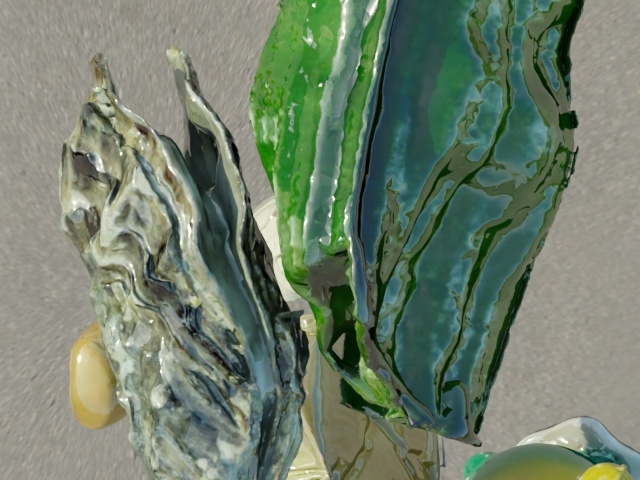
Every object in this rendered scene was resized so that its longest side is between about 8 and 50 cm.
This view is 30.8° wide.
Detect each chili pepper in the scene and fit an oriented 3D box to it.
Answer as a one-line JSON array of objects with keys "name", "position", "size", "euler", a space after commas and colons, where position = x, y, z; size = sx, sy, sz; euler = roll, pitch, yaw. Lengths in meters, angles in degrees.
[{"name": "chili pepper", "position": [0.047, -0.055, 0.715], "size": [0.213, 0.167, 0.385], "euler": [-3, 103, -38]}]

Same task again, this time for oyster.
[{"name": "oyster", "position": [-0.086, 0.044, 0.748], "size": [0.158, 0.162, 0.351], "euler": [-7, 87, 12]}]

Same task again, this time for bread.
[{"name": "bread", "position": [0.013, 0.176, 1.074], "size": [0.109, 0.210, 0.192], "euler": [-19, 69, 34]}, {"name": "bread", "position": [-0.274, 0.168, 1.627], "size": [0.098, 0.217, 0.147], "euler": [10, 116, 11]}]

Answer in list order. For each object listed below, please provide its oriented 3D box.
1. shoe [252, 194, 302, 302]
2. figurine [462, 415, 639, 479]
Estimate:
[{"name": "shoe", "position": [0.000, 0.000, 1.401], "size": [0.342, 0.210, 0.132], "euler": [-31, 102, 21]}, {"name": "figurine", "position": [0.223, 0.320, 1.192], "size": [0.231, 0.340, 0.324], "euler": [42, 111, 13]}]
